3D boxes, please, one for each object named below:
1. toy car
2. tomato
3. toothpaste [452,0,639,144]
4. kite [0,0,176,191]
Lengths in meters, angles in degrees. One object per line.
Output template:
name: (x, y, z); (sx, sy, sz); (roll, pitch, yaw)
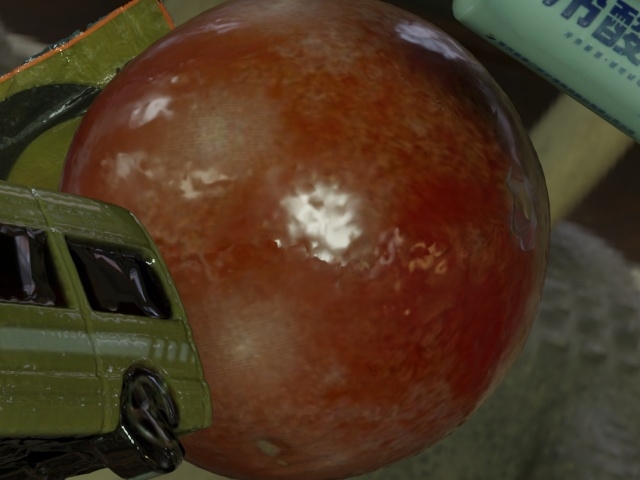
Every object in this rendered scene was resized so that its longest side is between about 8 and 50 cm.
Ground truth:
toy car: (-0.144, 0.037, 0.676); (0.257, 0.101, 0.124); (12, 60, -63)
tomato: (0.000, 0.000, 1.017); (0.265, 0.265, 0.265); (9, 35, -6)
toothpaste: (0.164, -0.058, 0.845); (0.297, 0.048, 0.074); (31, 75, -15)
kite: (-0.138, 0.015, 1.314); (0.328, 0.377, 0.013); (21, 20, 20)
